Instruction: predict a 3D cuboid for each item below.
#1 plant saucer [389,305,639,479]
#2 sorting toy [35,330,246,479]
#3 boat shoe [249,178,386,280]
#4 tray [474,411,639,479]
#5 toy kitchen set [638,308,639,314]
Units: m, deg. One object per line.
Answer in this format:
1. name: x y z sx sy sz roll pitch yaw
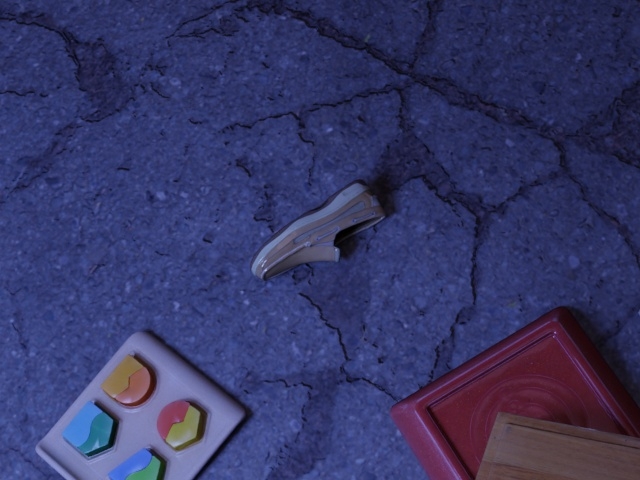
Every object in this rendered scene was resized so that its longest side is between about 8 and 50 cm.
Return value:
1. plant saucer: 0.249 0.230 1.844 0.259 0.048 0.258 -30 63 -5
2. sorting toy: -0.226 0.235 1.939 0.193 0.038 0.208 36 75 24
3. boat shoe: 0.000 0.000 1.997 0.190 0.068 0.072 -36 75 -8
4. tray: 0.350 0.317 1.649 0.410 0.076 0.203 8 65 32
5. toy kitchen set: 0.510 0.101 1.821 0.166 0.207 0.122 46 76 -14
